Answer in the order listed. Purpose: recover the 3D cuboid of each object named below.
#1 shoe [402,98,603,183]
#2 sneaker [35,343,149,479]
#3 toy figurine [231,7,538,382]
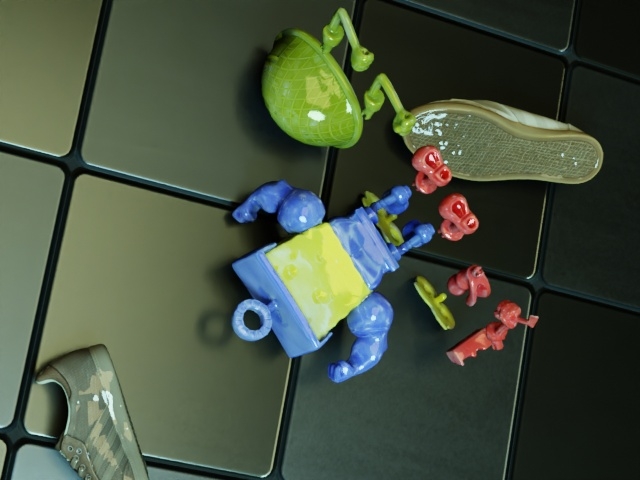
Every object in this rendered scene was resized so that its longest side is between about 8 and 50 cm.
[{"bbox_3d":[0.180,-0.100,1.504,0.219,0.058,0.076,10,111,-18],"label":"shoe"},{"bbox_3d":[-0.195,0.189,1.306,0.071,0.066,0.188,-17,85,-8],"label":"sneaker"},{"bbox_3d":[0.000,0.000,1.344,0.217,0.191,0.362,-34,96,-18],"label":"toy figurine"}]
